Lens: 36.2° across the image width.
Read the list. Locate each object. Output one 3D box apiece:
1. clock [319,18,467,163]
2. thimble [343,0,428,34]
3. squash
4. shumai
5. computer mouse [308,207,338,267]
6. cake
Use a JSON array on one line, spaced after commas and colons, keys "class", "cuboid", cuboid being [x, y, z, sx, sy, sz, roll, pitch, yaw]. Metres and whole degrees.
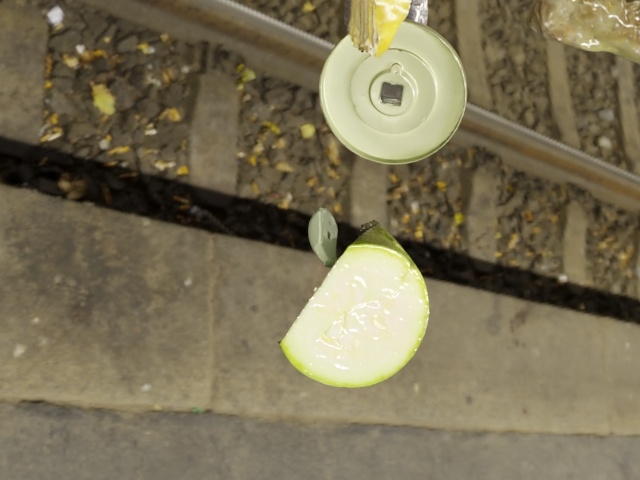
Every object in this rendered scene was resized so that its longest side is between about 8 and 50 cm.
[{"class": "clock", "cuboid": [0.113, -0.233, 1.545, 0.235, 0.235, 0.029, 64, 20, -13]}, {"class": "thimble", "cuboid": [0.122, -0.426, 1.834, 0.150, 0.098, 0.150, -16, 118, -34]}, {"class": "squash", "cuboid": [0.041, 0.072, 1.568, 0.210, 0.309, 0.233, 29, 102, -21]}, {"class": "shumai", "cuboid": [0.538, -0.359, 1.655, 0.346, 0.217, 0.283, -28, 80, -39]}, {"class": "computer mouse", "cuboid": [0.000, 0.000, 1.476, 0.056, 0.032, 0.110, 48, 31, -37]}, {"class": "cake", "cuboid": [0.065, -0.322, 1.220, 0.116, 0.185, 0.079, 12, 38, -38]}]
